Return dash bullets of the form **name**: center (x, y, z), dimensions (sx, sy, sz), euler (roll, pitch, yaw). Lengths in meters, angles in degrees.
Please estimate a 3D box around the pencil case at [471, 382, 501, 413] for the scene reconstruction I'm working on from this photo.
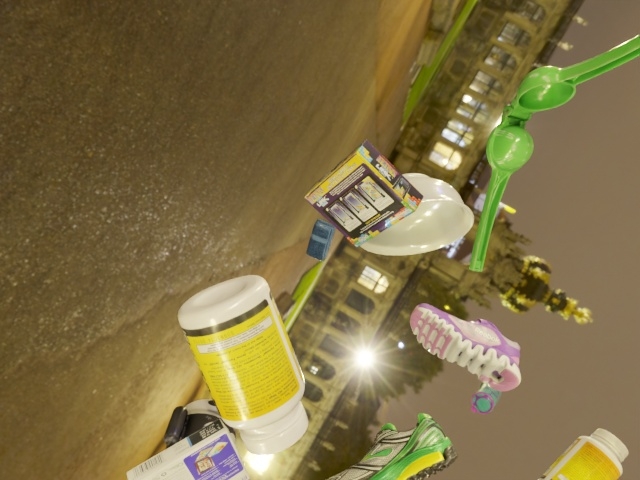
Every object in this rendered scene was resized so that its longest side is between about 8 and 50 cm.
- **pencil case**: center (0.489, 0.460, 1.529), dimensions (0.070, 0.064, 0.152), euler (-39, 163, 22)

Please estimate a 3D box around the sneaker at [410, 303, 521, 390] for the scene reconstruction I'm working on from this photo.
- **sneaker**: center (0.293, 0.193, 1.032), dimensions (0.104, 0.237, 0.095), euler (-48, 164, -39)

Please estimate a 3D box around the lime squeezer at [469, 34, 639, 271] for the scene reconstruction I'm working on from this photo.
- **lime squeezer**: center (0.231, -0.107, 0.547), dimensions (0.059, 0.109, 0.310), euler (-5, 139, -36)

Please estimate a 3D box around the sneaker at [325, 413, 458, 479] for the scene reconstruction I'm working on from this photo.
- **sneaker**: center (0.160, 0.555, 1.305), dimensions (0.344, 0.146, 0.134), euler (-25, 145, 0)

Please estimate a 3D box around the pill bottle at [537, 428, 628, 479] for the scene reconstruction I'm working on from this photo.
- **pill bottle**: center (0.639, 0.560, 1.257), dimensions (0.215, 0.117, 0.117), euler (-38, 171, -13)

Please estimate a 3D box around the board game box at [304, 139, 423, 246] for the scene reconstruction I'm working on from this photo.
- **board game box**: center (0.072, -0.077, 0.919), dimensions (0.170, 0.141, 0.048), euler (-34, -165, 50)

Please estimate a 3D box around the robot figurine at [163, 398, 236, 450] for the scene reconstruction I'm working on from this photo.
- **robot figurine**: center (-0.303, 0.537, 1.312), dimensions (0.278, 0.174, 0.209), euler (-87, -172, -57)

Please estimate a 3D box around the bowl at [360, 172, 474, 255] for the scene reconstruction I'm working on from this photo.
- **bowl**: center (0.231, -0.080, 1.334), dimensions (0.297, 0.298, 0.133), euler (113, -25, -61)

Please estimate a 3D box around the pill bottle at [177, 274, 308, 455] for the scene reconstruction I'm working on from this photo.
- **pill bottle**: center (-0.145, 0.255, 1.061), dimensions (0.188, 0.333, 0.188), euler (-18, -167, 4)

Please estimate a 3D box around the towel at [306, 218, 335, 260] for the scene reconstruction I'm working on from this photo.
- **towel**: center (0.000, 0.000, 1.558), dimensions (0.029, 0.067, 0.119), euler (-37, 147, -65)

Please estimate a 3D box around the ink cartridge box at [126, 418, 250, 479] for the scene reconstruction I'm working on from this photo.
- **ink cartridge box**: center (-0.269, 0.497, 1.099), dimensions (0.206, 0.045, 0.208), euler (-26, 130, -19)
